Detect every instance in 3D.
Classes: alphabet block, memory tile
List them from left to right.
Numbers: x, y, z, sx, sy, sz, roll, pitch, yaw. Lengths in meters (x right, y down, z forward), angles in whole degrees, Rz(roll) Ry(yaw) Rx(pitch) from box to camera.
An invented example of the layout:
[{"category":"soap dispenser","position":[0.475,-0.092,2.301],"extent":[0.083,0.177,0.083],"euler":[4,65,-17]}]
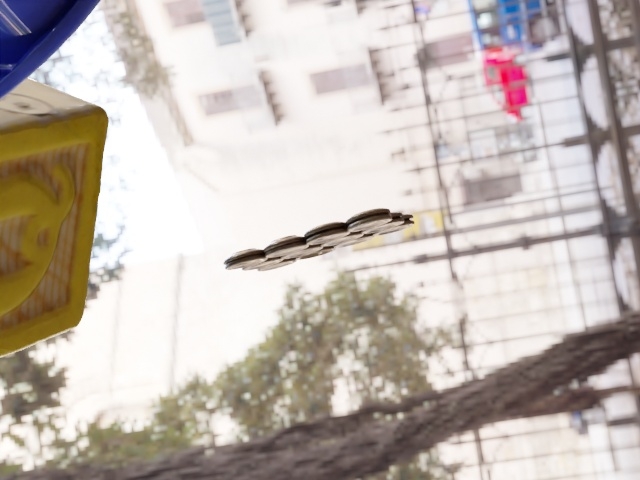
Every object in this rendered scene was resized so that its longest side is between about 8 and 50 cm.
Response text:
[{"category":"alphabet block","position":[-0.302,-0.029,0.951],"extent":[0.192,0.197,0.193],"euler":[-24,-50,-53]},{"category":"memory tile","position":[0.000,0.000,1.042],"extent":[0.113,0.148,0.012],"euler":[6,-113,-71]}]

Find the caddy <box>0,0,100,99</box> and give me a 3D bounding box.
[{"category":"caddy","position":[-0.209,-0.208,0.677],"extent":[0.179,0.241,0.341],"euler":[43,-148,-46]}]
